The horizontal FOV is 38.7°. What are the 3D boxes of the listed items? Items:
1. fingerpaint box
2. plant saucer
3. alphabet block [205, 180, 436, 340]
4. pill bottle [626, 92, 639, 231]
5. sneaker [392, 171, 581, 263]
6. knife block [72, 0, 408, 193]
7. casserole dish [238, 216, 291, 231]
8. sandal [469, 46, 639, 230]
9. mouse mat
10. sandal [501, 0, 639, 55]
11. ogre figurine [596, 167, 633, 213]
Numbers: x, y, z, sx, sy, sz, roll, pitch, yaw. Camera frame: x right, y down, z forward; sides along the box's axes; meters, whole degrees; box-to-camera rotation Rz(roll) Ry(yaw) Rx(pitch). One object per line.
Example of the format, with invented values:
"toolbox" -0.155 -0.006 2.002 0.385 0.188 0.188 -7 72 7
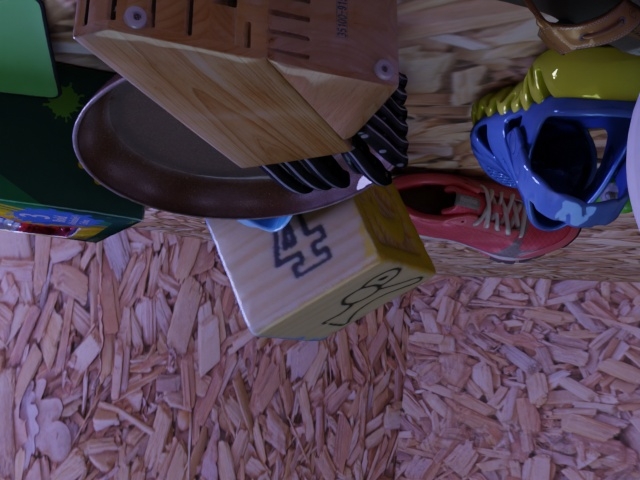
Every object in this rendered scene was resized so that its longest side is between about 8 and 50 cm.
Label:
"fingerpaint box" -0.421 -0.101 1.105 0.370 0.163 0.444 8 174 -20
"plant saucer" -0.074 -0.104 0.865 0.310 0.050 0.311 -3 158 -1
"alphabet block" 0.000 0.000 1.164 0.197 0.194 0.192 -31 161 19
"pill bottle" 0.286 -0.061 0.343 0.228 0.229 0.408 6 175 2
"sneaker" 0.225 -0.036 1.315 0.313 0.116 0.136 6 173 5
"knife block" -0.051 -0.111 0.674 0.275 0.088 0.242 7 159 -20
"casserole dish" -0.061 -0.088 1.030 0.114 0.037 0.188 33 139 3
"sandal" 0.204 -0.073 0.825 0.126 0.138 0.317 4 176 2
"mouse mat" -0.313 -0.175 0.804 0.152 0.007 0.190 5 161 -9
"sandal" 0.173 -0.141 0.588 0.180 0.049 0.072 10 173 -36
"ogre figurine" 0.383 -0.056 1.062 0.197 0.097 0.118 22 -168 -4
